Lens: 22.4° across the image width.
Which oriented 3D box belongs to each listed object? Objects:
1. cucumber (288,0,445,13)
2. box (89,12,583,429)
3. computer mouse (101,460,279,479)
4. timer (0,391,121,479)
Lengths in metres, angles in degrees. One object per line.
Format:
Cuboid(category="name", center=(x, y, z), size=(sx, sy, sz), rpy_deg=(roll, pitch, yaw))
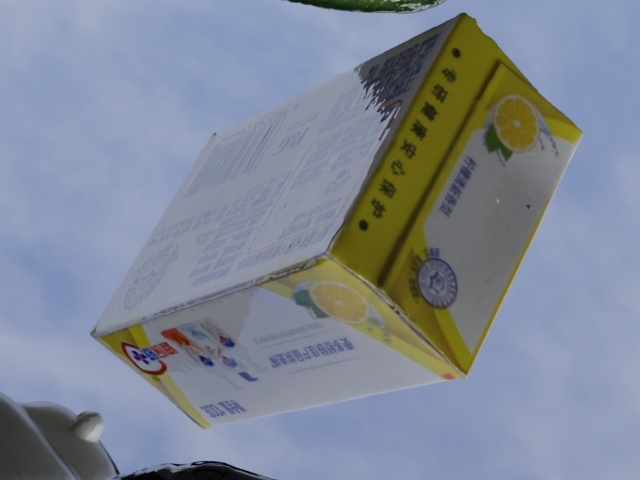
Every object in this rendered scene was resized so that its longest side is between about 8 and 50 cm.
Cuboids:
Cuboid(category="cucumber", center=(-0.023, -0.203, 0.972), size=(0.243, 0.115, 0.063), rpy_deg=(20, -155, -17))
Cuboid(category="box", center=(0.000, 0.000, 0.888), size=(0.097, 0.265, 0.168), rpy_deg=(40, -121, -20))
Cuboid(category="computer mouse", center=(-0.076, 0.161, 0.544), size=(0.269, 0.170, 0.100), rpy_deg=(-23, -127, 37))
Cuboid(category="timer", center=(-0.252, 0.199, 0.909), size=(0.315, 0.291, 0.291), rpy_deg=(-34, -129, -26))
